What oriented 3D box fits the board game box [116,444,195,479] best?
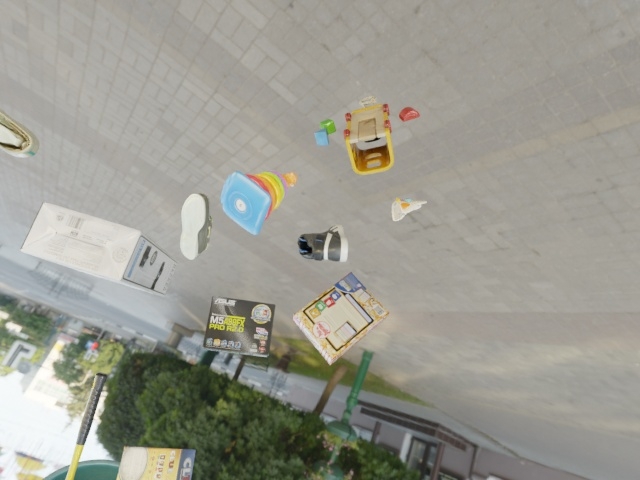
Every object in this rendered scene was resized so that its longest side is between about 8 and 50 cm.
[{"bbox_3d":[-0.334,0.529,0.797,0.164,0.244,0.042,-11,149,26],"label":"board game box"}]

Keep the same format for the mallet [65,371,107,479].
[{"bbox_3d":[-0.307,0.269,0.533,0.039,0.190,0.062,19,174,-29],"label":"mallet"}]

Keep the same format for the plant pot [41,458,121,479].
[{"bbox_3d":[-0.627,0.820,1.068,0.340,0.341,0.334,26,113,-8],"label":"plant pot"}]

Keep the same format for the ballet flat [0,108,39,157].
[{"bbox_3d":[-0.677,-0.253,0.814,0.248,0.086,0.086,38,153,-31],"label":"ballet flat"}]

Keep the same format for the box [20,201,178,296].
[{"bbox_3d":[-0.392,0.032,0.798,0.169,0.087,0.290,17,166,-4],"label":"box"}]

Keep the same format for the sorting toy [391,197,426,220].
[{"bbox_3d":[0.220,-0.084,1.032,0.075,0.045,0.083,-10,170,-8],"label":"sorting toy"}]

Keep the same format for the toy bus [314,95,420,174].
[{"bbox_3d":[0.110,-0.225,0.924,0.190,0.202,0.105,27,144,47],"label":"toy bus"}]

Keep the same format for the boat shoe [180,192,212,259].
[{"bbox_3d":[-0.477,-0.063,1.638,0.109,0.091,0.305,33,127,17],"label":"boat shoe"}]

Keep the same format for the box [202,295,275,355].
[{"bbox_3d":[-0.334,0.357,1.739,0.269,0.217,0.060,10,158,-8],"label":"box"}]

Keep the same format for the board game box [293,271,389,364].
[{"bbox_3d":[0.051,0.189,1.044,0.147,0.193,0.045,47,155,21],"label":"board game box"}]

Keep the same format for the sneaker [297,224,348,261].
[{"bbox_3d":[0.000,0.000,1.085,0.121,0.079,0.217,3,-170,-5],"label":"sneaker"}]

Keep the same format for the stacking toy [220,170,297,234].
[{"bbox_3d":[-0.170,-0.170,1.393,0.165,0.302,0.175,37,130,11],"label":"stacking toy"}]
